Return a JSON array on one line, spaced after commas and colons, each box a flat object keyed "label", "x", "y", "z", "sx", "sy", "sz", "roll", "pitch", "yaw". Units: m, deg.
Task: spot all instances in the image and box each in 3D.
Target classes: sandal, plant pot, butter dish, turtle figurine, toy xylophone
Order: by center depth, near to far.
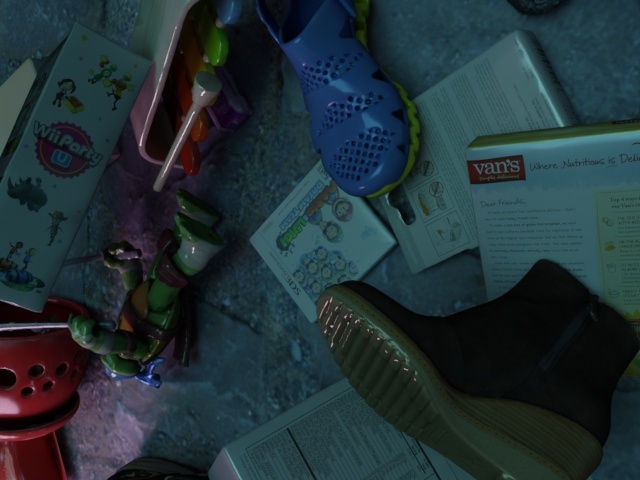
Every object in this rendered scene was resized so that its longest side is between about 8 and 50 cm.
[{"label": "sandal", "x": 0.006, "y": -0.191, "z": 0.705, "sx": 0.126, "sy": 0.138, "sz": 0.317, "roll": -30, "pitch": 68, "yaw": 29}, {"label": "toy xylophone", "x": -0.163, "y": -0.199, "z": 0.770, "sx": 0.322, "sy": 0.081, "sz": 0.236, "roll": -45, "pitch": 56, "yaw": 51}, {"label": "turtle figurine", "x": -0.264, "y": 0.048, "z": 0.848, "sx": 0.274, "sy": 0.198, "sz": 0.266, "roll": 41, "pitch": 103, "yaw": 8}, {"label": "plant pot", "x": -0.448, "y": 0.190, "z": 0.976, "sx": 0.191, "sy": 0.191, "sz": 0.174, "roll": 13, "pitch": 107, "yaw": 29}, {"label": "butter dish", "x": -0.507, "y": 0.366, "z": 1.050, "sx": 0.160, "sy": 0.118, "sz": 0.160, "roll": -24, "pitch": 81, "yaw": 28}]

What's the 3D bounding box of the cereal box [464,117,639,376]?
[{"label": "cereal box", "x": 0.239, "y": 0.013, "z": 0.607, "sx": 0.173, "sy": 0.047, "sz": 0.240, "roll": -1, "pitch": 112, "yaw": 30}]

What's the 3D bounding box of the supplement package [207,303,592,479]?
[{"label": "supplement package", "x": 0.061, "y": 0.226, "z": 0.602, "sx": 0.198, "sy": 0.262, "sz": 0.199, "roll": 58, "pitch": 156, "yaw": 15}]

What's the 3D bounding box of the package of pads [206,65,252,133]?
[{"label": "package of pads", "x": -0.131, "y": -0.189, "z": 0.866, "sx": 0.050, "sy": 0.032, "sz": 0.083, "roll": -38, "pitch": 73, "yaw": 28}]

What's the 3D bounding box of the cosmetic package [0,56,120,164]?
[{"label": "cosmetic package", "x": -0.475, "y": -0.128, "z": 1.020, "sx": 0.309, "sy": 0.113, "sz": 0.160, "roll": -31, "pitch": 77, "yaw": 26}]

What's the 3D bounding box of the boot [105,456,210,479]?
[{"label": "boot", "x": -0.202, "y": 0.371, "z": 0.778, "sx": 0.377, "sy": 0.284, "sz": 0.138, "roll": 1, "pitch": 92, "yaw": 31}]

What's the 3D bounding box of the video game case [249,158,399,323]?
[{"label": "video game case", "x": 0.000, "y": 0.000, "z": 0.804, "sx": 0.157, "sy": 0.019, "sz": 0.143, "roll": -46, "pitch": 71, "yaw": 23}]

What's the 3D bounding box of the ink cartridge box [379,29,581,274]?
[{"label": "ink cartridge box", "x": 0.163, "y": -0.087, "z": 0.698, "sx": 0.224, "sy": 0.056, "sz": 0.181, "roll": -31, "pitch": 77, "yaw": 39}]

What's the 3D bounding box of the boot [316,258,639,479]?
[{"label": "boot", "x": 0.138, "y": 0.080, "z": 0.543, "sx": 0.248, "sy": 0.207, "sz": 0.090, "roll": 41, "pitch": 143, "yaw": 6}]

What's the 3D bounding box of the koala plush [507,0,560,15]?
[{"label": "koala plush", "x": 0.219, "y": -0.366, "z": 0.583, "sx": 0.221, "sy": 0.203, "sz": 0.196, "roll": -38, "pitch": 74, "yaw": 13}]

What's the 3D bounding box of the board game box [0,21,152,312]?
[{"label": "board game box", "x": -0.331, "y": -0.084, "z": 0.776, "sx": 0.224, "sy": 0.097, "sz": 0.303, "roll": 7, "pitch": 75, "yaw": 59}]
